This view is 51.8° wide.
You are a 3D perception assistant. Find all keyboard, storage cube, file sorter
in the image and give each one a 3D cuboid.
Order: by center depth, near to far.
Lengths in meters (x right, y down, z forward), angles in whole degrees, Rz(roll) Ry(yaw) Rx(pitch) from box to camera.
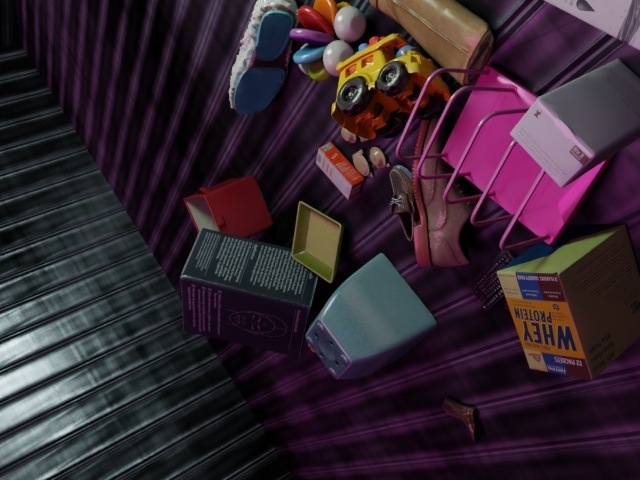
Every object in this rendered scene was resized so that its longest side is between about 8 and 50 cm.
[{"bbox_3d":[0.300,-0.148,1.143,0.290,0.182,0.202,47,130,33],"label":"file sorter"},{"bbox_3d":[0.396,0.100,1.447,0.108,0.023,0.180,51,150,16],"label":"keyboard"},{"bbox_3d":[-0.306,-0.097,2.194,0.184,0.193,0.215,-1,113,57],"label":"storage cube"}]

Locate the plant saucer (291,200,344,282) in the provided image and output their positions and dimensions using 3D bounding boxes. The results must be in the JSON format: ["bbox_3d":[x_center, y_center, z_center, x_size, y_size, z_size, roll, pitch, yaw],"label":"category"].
[{"bbox_3d":[0.000,0.000,1.917,0.188,0.045,0.188,32,123,41],"label":"plant saucer"}]

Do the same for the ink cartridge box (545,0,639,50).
[{"bbox_3d":[0.447,-0.375,0.856,0.289,0.122,0.211,42,146,29],"label":"ink cartridge box"}]

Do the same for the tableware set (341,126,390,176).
[{"bbox_3d":[0.103,-0.232,1.613,0.141,0.020,0.168,3,123,63],"label":"tableware set"}]

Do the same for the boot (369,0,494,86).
[{"bbox_3d":[0.211,-0.449,1.204,0.269,0.089,0.236,48,161,23],"label":"boot"}]

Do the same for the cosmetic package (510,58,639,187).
[{"bbox_3d":[0.403,-0.178,0.982,0.117,0.231,0.085,52,147,16],"label":"cosmetic package"}]

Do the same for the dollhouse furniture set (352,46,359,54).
[{"bbox_3d":[0.081,-0.354,1.494,0.058,0.076,0.151,42,135,26],"label":"dollhouse furniture set"}]

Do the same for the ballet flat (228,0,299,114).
[{"bbox_3d":[-0.144,-0.495,1.700,0.147,0.147,0.409,54,147,12],"label":"ballet flat"}]

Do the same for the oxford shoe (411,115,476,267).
[{"bbox_3d":[0.269,-0.105,1.414,0.130,0.123,0.348,3,117,21],"label":"oxford shoe"}]

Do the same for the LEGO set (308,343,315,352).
[{"bbox_3d":[0.024,0.364,2.179,0.227,0.093,0.087,29,137,44],"label":"LEGO set"}]

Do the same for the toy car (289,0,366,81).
[{"bbox_3d":[-0.001,-0.444,1.434,0.159,0.136,0.182,23,96,53],"label":"toy car"}]

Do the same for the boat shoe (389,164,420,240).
[{"bbox_3d":[0.201,-0.085,1.544,0.066,0.066,0.183,-14,103,59],"label":"boat shoe"}]

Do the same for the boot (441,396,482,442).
[{"bbox_3d":[0.380,0.484,1.785,0.114,0.037,0.106,5,106,52],"label":"boot"}]

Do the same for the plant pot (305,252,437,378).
[{"bbox_3d":[0.108,0.232,1.775,0.247,0.252,0.248,53,149,15],"label":"plant pot"}]

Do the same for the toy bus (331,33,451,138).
[{"bbox_3d":[0.140,-0.338,1.333,0.220,0.149,0.211,-19,59,39],"label":"toy bus"}]

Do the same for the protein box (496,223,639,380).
[{"bbox_3d":[0.455,0.103,1.176,0.136,0.200,0.201,-1,115,58],"label":"protein box"}]

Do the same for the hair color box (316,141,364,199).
[{"bbox_3d":[0.049,-0.181,1.714,0.141,0.043,0.072,50,157,18],"label":"hair color box"}]

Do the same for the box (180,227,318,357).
[{"bbox_3d":[-0.216,0.168,2.071,0.396,0.212,0.293,14,139,1],"label":"box"}]
